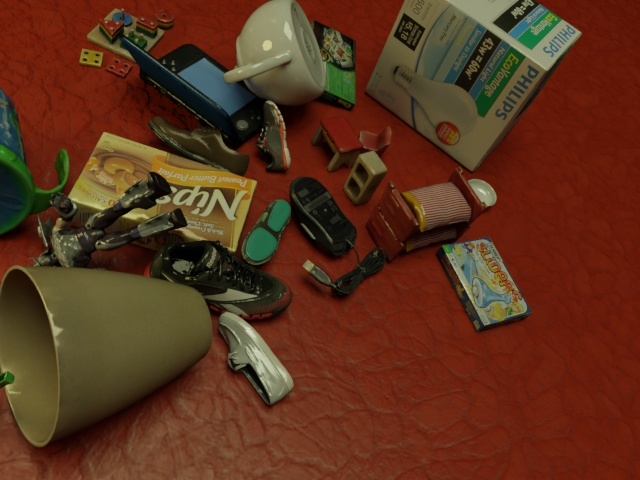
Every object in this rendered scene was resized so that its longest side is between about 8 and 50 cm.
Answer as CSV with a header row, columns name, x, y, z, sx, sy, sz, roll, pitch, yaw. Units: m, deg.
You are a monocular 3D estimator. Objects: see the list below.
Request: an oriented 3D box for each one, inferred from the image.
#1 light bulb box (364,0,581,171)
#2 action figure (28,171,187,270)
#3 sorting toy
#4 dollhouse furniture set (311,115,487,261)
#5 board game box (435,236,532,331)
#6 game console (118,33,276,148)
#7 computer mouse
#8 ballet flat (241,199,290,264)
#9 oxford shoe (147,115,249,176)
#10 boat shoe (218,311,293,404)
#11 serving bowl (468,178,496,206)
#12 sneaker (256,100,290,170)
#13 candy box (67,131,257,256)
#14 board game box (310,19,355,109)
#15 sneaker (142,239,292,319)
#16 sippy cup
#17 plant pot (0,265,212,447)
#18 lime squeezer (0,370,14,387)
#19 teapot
name,x,y,z,sx,sy,sz,roll,pitch,yaw
light bulb box,0.358,-0.432,1.533,0.361,0.358,0.225,39,54,10
action figure,-0.380,-0.012,1.071,0.285,0.099,0.185,-26,95,5
sorting toy,-0.460,-0.490,1.470,0.132,0.046,0.274,25,52,-2
dollhouse furniture set,0.166,-0.154,1.396,0.201,0.152,0.374,-16,64,-29
board game box,0.356,0.092,1.369,0.136,0.035,0.201,-10,61,-26
game console,-0.254,-0.359,1.373,0.293,0.173,0.250,38,52,7
computer mouse,0.000,0.000,1.291,0.262,0.060,0.184,47,49,0
ballet flat,-0.114,-0.007,1.245,0.070,0.070,0.188,30,44,2
oxford shoe,-0.250,-0.206,1.306,0.227,0.083,0.096,29,93,-6
boat shoe,-0.127,0.208,1.097,0.063,0.066,0.184,-35,83,-36
serving bowl,0.386,-0.110,1.527,0.083,0.027,0.083,10,54,-14
sneaker,-0.111,-0.227,1.374,0.065,0.061,0.158,-14,94,-15
candy box,-0.299,-0.074,1.210,0.316,0.087,0.183,18,53,-8
board game box,0.029,-0.459,1.624,0.136,0.030,0.260,22,50,-24
sneaker,-0.177,0.068,1.127,0.276,0.135,0.097,14,51,-12
sippy cup,-0.613,-0.155,1.068,0.240,0.305,0.224,-25,54,11
plant pot,-0.316,0.152,0.968,0.274,0.256,0.256,-6,57,-42
lime squeezer,-0.553,0.235,0.897,0.310,0.110,0.059,-8,73,10
teapot,-0.110,-0.408,1.414,0.187,0.256,0.252,-16,65,15
